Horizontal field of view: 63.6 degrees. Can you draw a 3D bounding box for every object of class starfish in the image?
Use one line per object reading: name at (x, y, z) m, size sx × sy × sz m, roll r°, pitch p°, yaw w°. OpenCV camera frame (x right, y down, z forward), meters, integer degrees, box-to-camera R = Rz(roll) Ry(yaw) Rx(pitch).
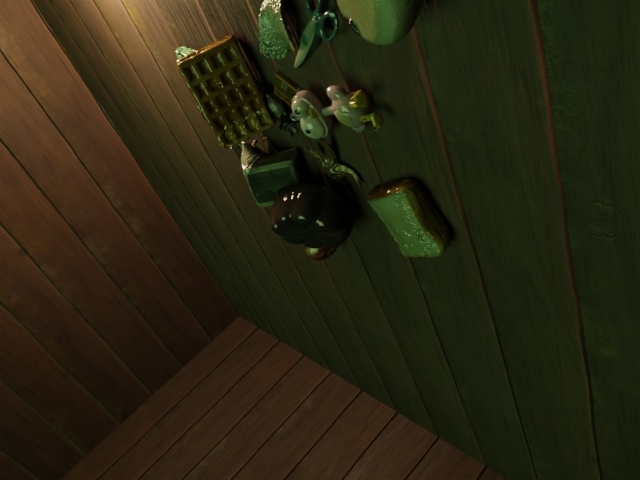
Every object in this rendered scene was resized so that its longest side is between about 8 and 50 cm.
starfish at (0.057, -0.235, 1.689) m, size 0.247 × 0.050 × 0.138 m, roll 44°, pitch 160°, yaw -19°
starfish at (-0.192, -0.295, 1.985) m, size 0.150 × 0.053 × 0.210 m, roll 17°, pitch 138°, yaw 37°

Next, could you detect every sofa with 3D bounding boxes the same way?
sofa at (-0.164, -0.257, 1.918) m, size 0.176 × 0.225 × 0.210 m, roll -93°, pitch -13°, yaw -48°

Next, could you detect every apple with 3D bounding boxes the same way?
apple at (0.000, 0.000, 2.014) m, size 0.131 × 0.146 × 0.146 m, roll 51°, pitch 159°, yaw 24°

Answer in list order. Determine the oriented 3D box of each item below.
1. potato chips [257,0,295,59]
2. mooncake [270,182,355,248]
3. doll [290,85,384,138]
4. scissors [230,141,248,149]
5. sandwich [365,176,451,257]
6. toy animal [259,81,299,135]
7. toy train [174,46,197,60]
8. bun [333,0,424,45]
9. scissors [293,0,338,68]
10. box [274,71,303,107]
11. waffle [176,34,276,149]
potato chips at (-0.124, -0.595, 1.436) m, size 0.167 × 0.059 × 0.228 m, roll 61°, pitch 159°, yaw -10°
mooncake at (-0.032, -0.080, 1.806) m, size 0.305 × 0.154 × 0.306 m, roll 12°, pitch 158°, yaw 5°
doll at (0.029, -0.367, 1.470) m, size 0.365 × 0.094 × 0.160 m, roll 8°, pitch 149°, yaw 51°
scissors at (-0.312, -0.388, 2.094) m, size 0.300 × 0.022 × 0.109 m, roll 27°, pitch 146°, yaw 34°
sandwich at (0.265, -0.060, 1.557) m, size 0.251 × 0.087 × 0.226 m, roll 54°, pitch 154°, yaw -14°
toy animal at (-0.142, -0.433, 1.697) m, size 0.202 × 0.070 × 0.105 m, roll 53°, pitch -174°, yaw -10°
toy train at (-0.466, -0.659, 1.887) m, size 0.149 × 0.081 × 0.099 m, roll 37°, pitch 154°, yaw 36°
bun at (0.116, -0.540, 1.004) m, size 0.283 × 0.179 × 0.283 m, roll 58°, pitch 174°, yaw 10°
scissors at (-0.025, -0.541, 1.368) m, size 0.138 × 0.041 × 0.289 m, roll 59°, pitch 157°, yaw 3°
box at (-0.084, -0.454, 1.621) m, size 0.156 × 0.022 × 0.089 m, roll 40°, pitch 153°, yaw 17°
waffle at (-0.304, -0.483, 1.707) m, size 0.098 × 0.224 × 0.328 m, roll -102°, pitch -12°, yaw -59°
